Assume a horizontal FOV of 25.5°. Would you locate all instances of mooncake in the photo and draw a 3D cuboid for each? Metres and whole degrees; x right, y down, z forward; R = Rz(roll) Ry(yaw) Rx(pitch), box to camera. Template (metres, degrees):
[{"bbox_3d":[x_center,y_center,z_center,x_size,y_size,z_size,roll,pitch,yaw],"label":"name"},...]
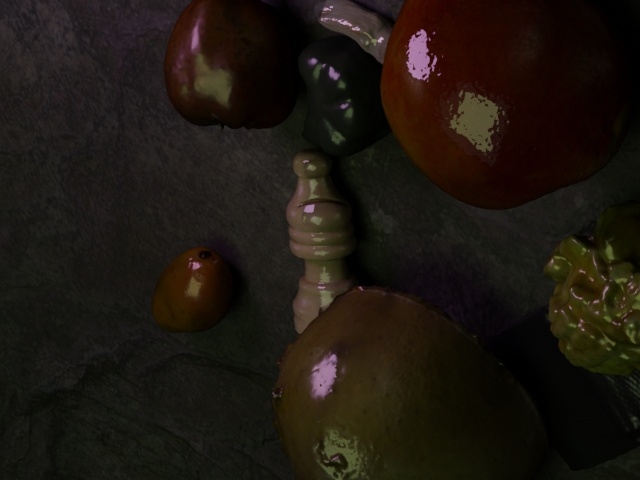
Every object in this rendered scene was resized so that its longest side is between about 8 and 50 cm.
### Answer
[{"bbox_3d":[0.028,-0.213,2.086,0.168,0.104,0.175,-18,97,57],"label":"mooncake"}]

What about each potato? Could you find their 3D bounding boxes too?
[{"bbox_3d":[0.092,0.321,2.115,0.385,0.319,0.442,-14,121,47],"label":"potato"}]

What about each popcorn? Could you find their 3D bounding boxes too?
[{"bbox_3d":[0.396,0.059,1.806,0.251,0.206,0.237,40,129,34],"label":"popcorn"}]

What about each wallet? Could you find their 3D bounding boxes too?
[{"bbox_3d":[0.397,0.193,2.021,0.247,0.041,0.323,57,143,2],"label":"wallet"}]

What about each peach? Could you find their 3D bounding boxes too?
[{"bbox_3d":[0.223,-0.204,1.758,0.308,0.308,0.332,-35,74,51],"label":"peach"}]

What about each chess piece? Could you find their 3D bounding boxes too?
[{"bbox_3d":[0.000,0.000,2.255,0.139,0.124,0.307,-121,20,-68],"label":"chess piece"}]

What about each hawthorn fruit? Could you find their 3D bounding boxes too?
[{"bbox_3d":[-0.127,-0.290,2.136,0.208,0.208,0.248,11,96,41],"label":"hawthorn fruit"}]

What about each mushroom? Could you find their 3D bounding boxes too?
[{"bbox_3d":[0.071,-0.299,2.017,0.202,0.059,0.054,37,167,31],"label":"mushroom"}]

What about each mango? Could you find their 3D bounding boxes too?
[{"bbox_3d":[-0.235,0.104,2.550,0.138,0.113,0.253,53,142,6],"label":"mango"}]
